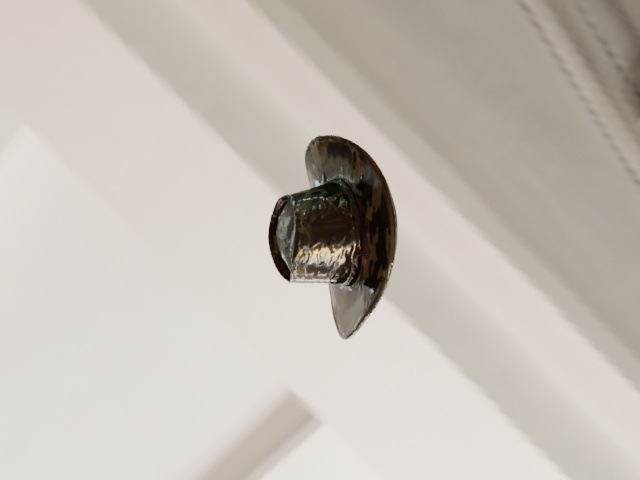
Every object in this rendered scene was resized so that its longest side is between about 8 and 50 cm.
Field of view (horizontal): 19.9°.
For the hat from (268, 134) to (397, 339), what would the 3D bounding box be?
[{"bbox_3d":[0.000,0.000,1.029,0.121,0.050,0.121,172,-90,-70],"label":"hat"}]
